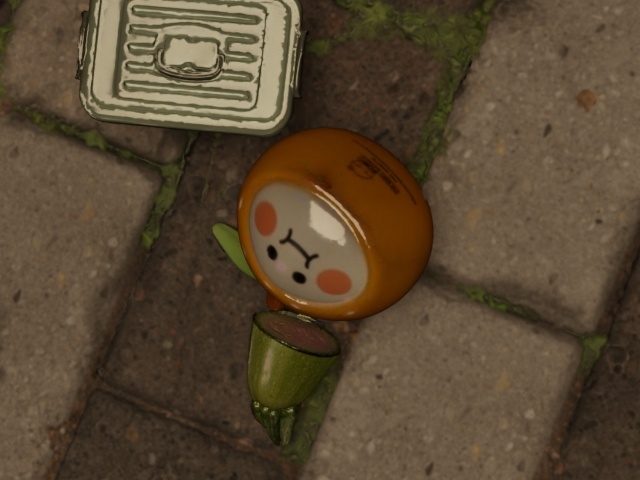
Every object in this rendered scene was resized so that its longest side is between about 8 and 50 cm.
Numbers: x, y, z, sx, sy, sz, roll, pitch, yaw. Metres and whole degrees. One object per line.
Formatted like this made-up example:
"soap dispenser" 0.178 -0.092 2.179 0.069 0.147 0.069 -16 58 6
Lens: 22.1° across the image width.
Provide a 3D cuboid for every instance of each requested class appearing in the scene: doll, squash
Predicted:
"doll" 0.000 0.000 1.737 0.213 0.213 0.236 47 130 6
"squash" -0.046 0.153 1.779 0.105 0.105 0.132 23 108 6

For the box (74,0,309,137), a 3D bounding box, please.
"box" -0.131 -0.194 1.773 0.243 0.135 0.163 5 88 5
